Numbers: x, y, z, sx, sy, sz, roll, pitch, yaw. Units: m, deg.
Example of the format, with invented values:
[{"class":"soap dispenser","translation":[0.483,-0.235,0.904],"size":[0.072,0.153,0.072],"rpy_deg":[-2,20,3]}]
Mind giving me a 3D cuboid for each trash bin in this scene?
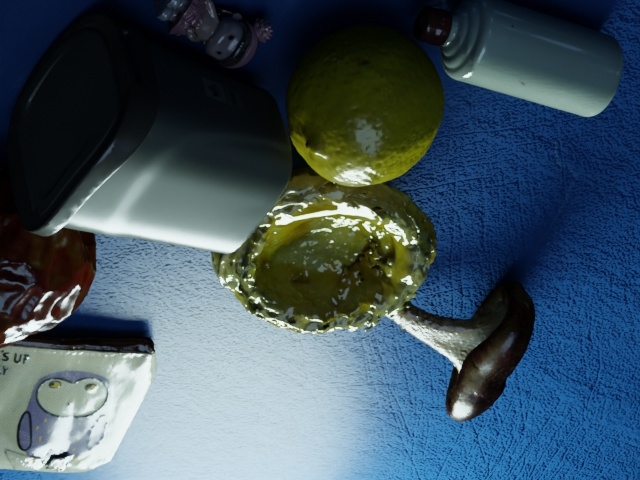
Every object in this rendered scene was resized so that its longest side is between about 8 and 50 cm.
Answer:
[{"class":"trash bin","translation":[-0.186,-0.104,1.739],"size":[0.250,0.220,0.219],"rpy_deg":[15,131,-34]}]

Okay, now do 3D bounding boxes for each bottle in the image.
[{"class":"bottle","translation":[0.220,-0.218,1.777],"size":[0.245,0.104,0.104],"rpy_deg":[14,130,-24]}]

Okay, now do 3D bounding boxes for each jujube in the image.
[{"class":"jujube","translation":[-0.422,0.053,1.839],"size":[0.342,0.216,0.216],"rpy_deg":[-31,132,21]}]

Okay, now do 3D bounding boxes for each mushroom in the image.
[{"class":"mushroom","translation":[0.161,0.127,2.108],"size":[0.217,0.148,0.227],"rpy_deg":[20,119,-5]}]

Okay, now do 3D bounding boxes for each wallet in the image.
[{"class":"wallet","translation":[-0.397,0.214,2.096],"size":[0.335,0.068,0.275],"rpy_deg":[5,130,-19]}]

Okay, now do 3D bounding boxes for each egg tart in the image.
[{"class":"egg tart","translation":[0.000,0.000,1.935],"size":[0.288,0.118,0.288],"rpy_deg":[-6,137,-6]}]

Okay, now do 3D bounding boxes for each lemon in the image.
[{"class":"lemon","translation":[0.053,-0.155,1.750],"size":[0.178,0.203,0.178],"rpy_deg":[27,140,25]}]

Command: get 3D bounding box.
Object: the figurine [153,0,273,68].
[{"class":"figurine","translation":[-0.120,-0.243,1.724],"size":[0.129,0.054,0.072],"rpy_deg":[30,107,-25]}]
